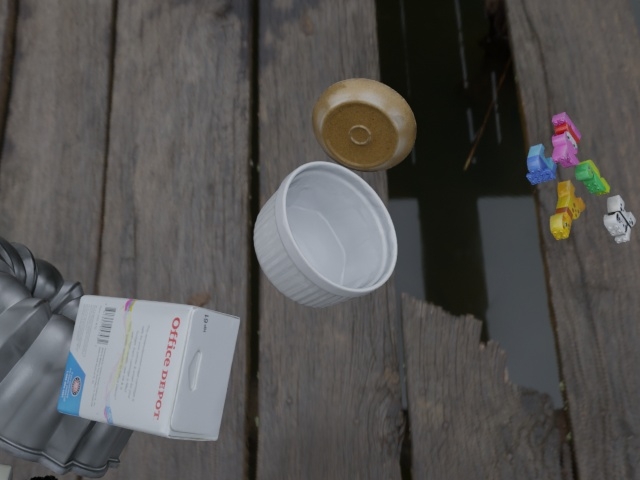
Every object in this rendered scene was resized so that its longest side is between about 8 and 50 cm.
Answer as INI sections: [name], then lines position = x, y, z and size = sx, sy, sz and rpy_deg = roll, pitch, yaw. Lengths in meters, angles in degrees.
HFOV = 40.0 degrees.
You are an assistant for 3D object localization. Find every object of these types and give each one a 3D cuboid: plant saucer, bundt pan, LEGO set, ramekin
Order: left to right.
[bundt pan]
position = -0.315, 0.102, 0.949
size = 0.331, 0.331, 0.124
rpy_deg = 39, 89, 19
[ramekin]
position = 0.000, 0.000, 1.278
size = 0.207, 0.109, 0.207
rpy_deg = 21, 53, -30
[plant saucer]
position = 0.032, -0.084, 0.679
size = 0.083, 0.083, 0.015
rpy_deg = 11, 39, 8
[LEGO set]
position = 0.359, -0.061, 1.258
size = 0.087, 0.227, 0.093
rpy_deg = -16, 39, 42

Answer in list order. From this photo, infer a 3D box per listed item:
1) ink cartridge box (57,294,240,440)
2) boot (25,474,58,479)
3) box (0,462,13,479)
[ink cartridge box]
position = -0.123, 0.089, 0.627
size = 0.122, 0.052, 0.089
rpy_deg = 2, 77, 39
[boot]
position = -0.281, 0.293, 0.842
size = 0.045, 0.099, 0.121
rpy_deg = 3, 21, 25
[box]
position = -0.449, 0.265, 0.848
size = 0.275, 0.094, 0.113
rpy_deg = 10, 46, -12
